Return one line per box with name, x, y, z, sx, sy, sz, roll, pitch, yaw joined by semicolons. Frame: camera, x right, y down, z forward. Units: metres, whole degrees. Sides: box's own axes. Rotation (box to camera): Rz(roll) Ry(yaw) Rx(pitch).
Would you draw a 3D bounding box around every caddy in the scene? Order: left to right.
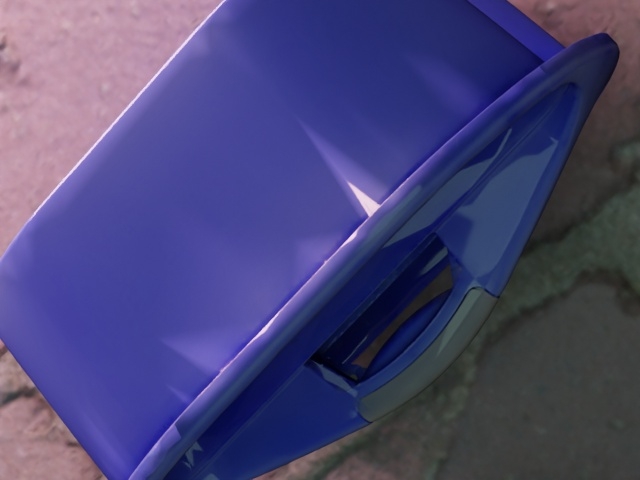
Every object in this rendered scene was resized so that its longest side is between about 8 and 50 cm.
caddy;0.000;0.000;0.907;0.179;0.241;0.341;46;107;9
